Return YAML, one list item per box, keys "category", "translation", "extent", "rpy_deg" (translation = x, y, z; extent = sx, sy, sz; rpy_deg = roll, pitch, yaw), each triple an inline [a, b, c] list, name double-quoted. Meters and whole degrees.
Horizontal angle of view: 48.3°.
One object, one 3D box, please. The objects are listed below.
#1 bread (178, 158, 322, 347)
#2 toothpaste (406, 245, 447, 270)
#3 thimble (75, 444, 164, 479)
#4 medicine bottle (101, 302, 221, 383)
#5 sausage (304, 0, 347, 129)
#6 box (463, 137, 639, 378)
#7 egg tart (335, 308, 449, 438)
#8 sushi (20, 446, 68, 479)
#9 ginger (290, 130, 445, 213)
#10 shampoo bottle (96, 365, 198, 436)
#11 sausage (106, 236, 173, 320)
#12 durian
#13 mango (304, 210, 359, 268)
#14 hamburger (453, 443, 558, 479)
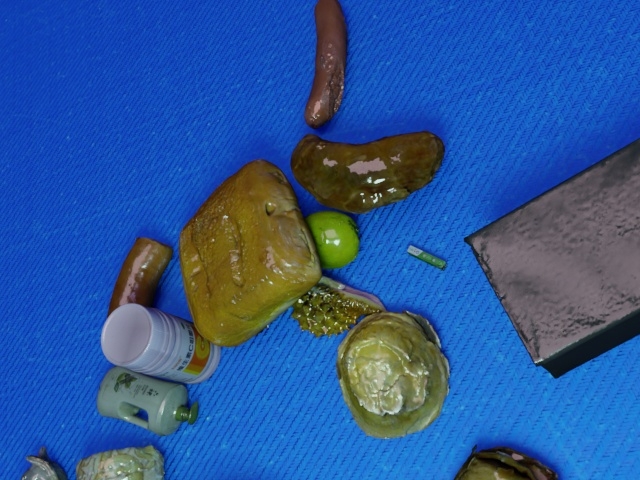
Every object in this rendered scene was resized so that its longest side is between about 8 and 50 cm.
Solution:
- category: "bread"
  translation: [-0.174, 0.021, 1.473]
  extent: [0.337, 0.148, 0.328]
  rpy_deg: [-37, 59, 33]
- category: "toothpaste"
  translation: [0.211, 0.035, 1.413]
  extent: [0.083, 0.020, 0.017]
  rpy_deg: [27, 83, 30]
- category: "thimble"
  translation: [-0.403, 0.508, 1.465]
  extent: [0.191, 0.137, 0.143]
  rpy_deg: [-14, 67, 8]
- category: "medicine bottle"
  translation: [-0.321, 0.215, 1.464]
  extent: [0.133, 0.250, 0.133]
  rpy_deg: [-9, 67, 23]
- category: "sausage"
  translation: [0.016, -0.405, 1.626]
  extent: [0.087, 0.079, 0.326]
  rpy_deg: [0, 73, 14]
- category: "box"
  translation: [0.463, 0.037, 1.189]
  extent: [0.345, 0.204, 0.251]
  rpy_deg: [-30, 63, 13]
- category: "egg tart"
  translation: [0.123, 0.249, 1.334]
  extent: [0.232, 0.098, 0.252]
  rpy_deg: [12, 83, 25]
- category: "sushi"
  translation: [-0.590, 0.582, 1.551]
  extent: [0.109, 0.134, 0.272]
  rpy_deg: [-3, 52, 7]
- category: "ginger"
  translation: [0.090, -0.135, 1.450]
  extent: [0.321, 0.165, 0.172]
  rpy_deg: [2, 81, 20]
- category: "shampoo bottle"
  translation: [-0.363, 0.349, 1.529]
  extent: [0.234, 0.087, 0.118]
  rpy_deg: [10, 77, 27]
- category: "sausage"
  translation: [-0.422, 0.125, 1.630]
  extent: [0.109, 0.109, 0.270]
  rpy_deg: [6, 75, 27]
- category: "durian"
  translation: [0.025, 0.127, 1.433]
  extent: [0.224, 0.078, 0.140]
  rpy_deg: [3, 73, 26]
- category: "mango"
  translation: [-0.001, -0.001, 1.480]
  extent: [0.178, 0.100, 0.119]
  rpy_deg: [-5, 74, 34]
- category: "hamburger"
  translation: [0.291, 0.444, 1.172]
  extent: [0.183, 0.130, 0.206]
  rpy_deg: [27, 87, 32]
